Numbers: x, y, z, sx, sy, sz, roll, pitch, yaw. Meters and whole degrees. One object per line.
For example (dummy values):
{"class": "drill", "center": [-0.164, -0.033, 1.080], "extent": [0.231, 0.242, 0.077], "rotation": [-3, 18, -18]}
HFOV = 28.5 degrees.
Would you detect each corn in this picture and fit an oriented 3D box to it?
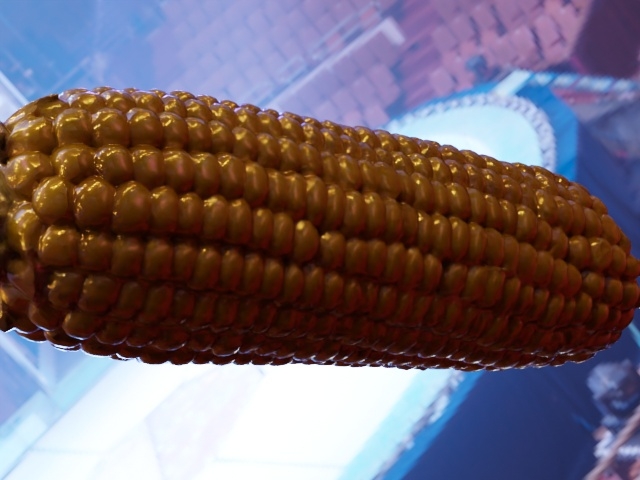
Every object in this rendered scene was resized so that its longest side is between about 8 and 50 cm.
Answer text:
{"class": "corn", "center": [0.000, 0.000, 0.674], "extent": [0.387, 0.144, 0.144], "rotation": [4, -7, -30]}
